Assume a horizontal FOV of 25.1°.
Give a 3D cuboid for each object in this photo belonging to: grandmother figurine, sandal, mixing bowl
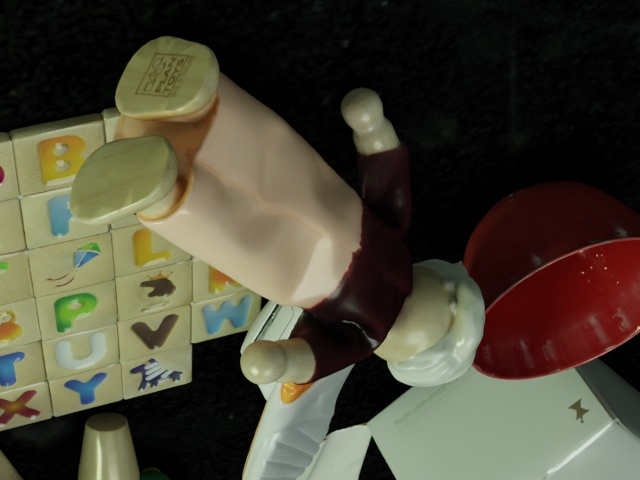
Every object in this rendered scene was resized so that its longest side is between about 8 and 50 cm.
[{"bbox_3d":[0.000,0.000,0.928,0.342,0.104,0.207,39,75,-43],"label":"grandmother figurine"},{"bbox_3d":[-0.023,0.088,1.104,0.102,0.076,0.265,-17,138,-50],"label":"sandal"},{"bbox_3d":[0.180,0.019,1.120,0.181,0.098,0.181,-16,146,-11],"label":"mixing bowl"}]

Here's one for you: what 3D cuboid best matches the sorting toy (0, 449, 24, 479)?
[{"bbox_3d":[-0.285,0.258,1.120,0.038,0.193,0.208,14,153,8],"label":"sorting toy"}]

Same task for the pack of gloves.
[{"bbox_3d":[0.066,0.248,1.430,0.195,0.046,0.232,-13,146,-13],"label":"pack of gloves"}]

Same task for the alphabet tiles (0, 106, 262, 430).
[{"bbox_3d":[-0.173,0.031,1.007,0.285,0.011,0.342,-13,146,-14],"label":"alphabet tiles"}]

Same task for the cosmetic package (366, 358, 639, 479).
[{"bbox_3d":[0.228,0.219,1.369,0.197,0.155,0.365,-39,143,10],"label":"cosmetic package"}]

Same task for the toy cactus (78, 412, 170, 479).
[{"bbox_3d":[-0.178,0.226,1.196,0.219,0.112,0.180,-17,117,-40],"label":"toy cactus"}]
